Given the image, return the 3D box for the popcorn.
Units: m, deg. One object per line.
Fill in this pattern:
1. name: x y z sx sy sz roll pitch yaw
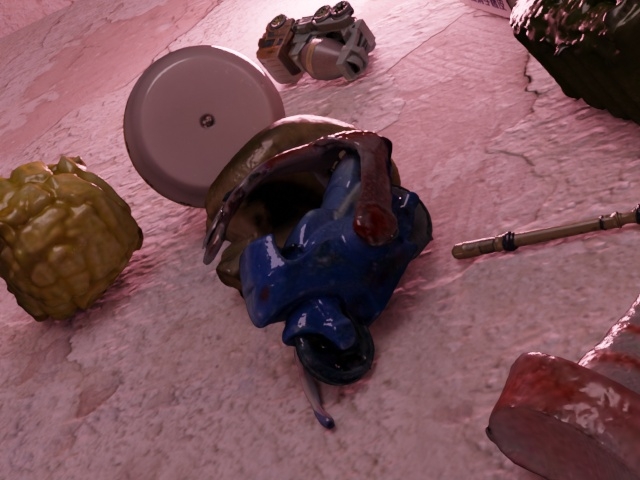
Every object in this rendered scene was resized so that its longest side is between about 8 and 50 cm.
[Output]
1. popcorn: -0.430 -0.007 1.570 0.293 0.293 0.237 5 51 46

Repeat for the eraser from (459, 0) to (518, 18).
1. eraser: 0.293 -0.465 1.712 0.068 0.124 0.210 -35 29 -6

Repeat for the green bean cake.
1. green bean cake: 0.422 -0.319 1.231 0.335 0.218 0.319 -47 27 0

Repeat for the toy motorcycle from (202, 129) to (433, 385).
1. toy motorcycle: -0.006 0.015 1.194 0.241 0.182 0.319 15 47 17

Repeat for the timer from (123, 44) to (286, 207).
1. timer: -0.194 -0.180 1.622 0.285 0.285 0.285 -23 30 14

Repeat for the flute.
1. flute: 0.262 -0.007 1.145 0.233 0.027 0.027 -12 34 29

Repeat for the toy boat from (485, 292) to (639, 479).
1. toy boat: 0.298 0.113 0.897 0.206 0.096 0.282 12 37 42

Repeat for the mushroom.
1. mushroom: -0.073 -0.077 1.401 0.292 0.212 0.217 -46 36 -10

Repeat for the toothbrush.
1. toothbrush: -0.019 0.143 1.179 0.027 0.021 0.269 -41 28 9

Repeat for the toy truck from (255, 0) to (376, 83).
1. toy truck: -0.008 -0.359 1.852 0.256 0.108 0.140 1 56 39
